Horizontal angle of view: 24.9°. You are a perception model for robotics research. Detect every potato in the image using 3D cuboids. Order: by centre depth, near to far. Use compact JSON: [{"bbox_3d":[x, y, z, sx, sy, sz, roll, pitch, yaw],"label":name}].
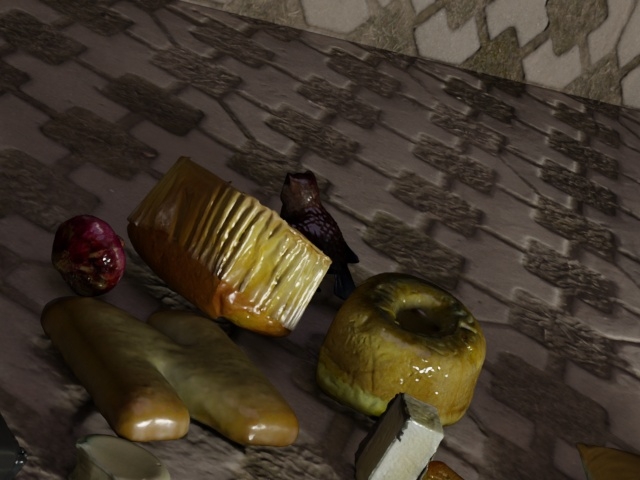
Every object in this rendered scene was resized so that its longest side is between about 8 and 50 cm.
[{"bbox_3d":[0.090,0.240,1.662,0.061,0.122,0.086,24,22,-15],"label":"potato"}]

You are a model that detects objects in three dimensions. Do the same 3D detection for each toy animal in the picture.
[{"bbox_3d":[-0.002,-0.008,2.081,0.116,0.179,0.218,5,11,31],"label":"toy animal"}]

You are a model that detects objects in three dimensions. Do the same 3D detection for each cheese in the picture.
[{"bbox_3d":[-0.181,0.253,1.465,0.171,0.047,0.092,32,24,23],"label":"cheese"}]

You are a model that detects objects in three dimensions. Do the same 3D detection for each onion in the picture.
[{"bbox_3d":[-0.290,0.018,1.837,0.107,0.107,0.097,35,39,29],"label":"onion"}]

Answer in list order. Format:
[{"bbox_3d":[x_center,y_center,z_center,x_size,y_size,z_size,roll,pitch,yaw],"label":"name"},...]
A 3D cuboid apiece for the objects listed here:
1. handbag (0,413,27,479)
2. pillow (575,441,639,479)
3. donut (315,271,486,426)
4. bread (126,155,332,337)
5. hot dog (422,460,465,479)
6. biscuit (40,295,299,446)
[{"bbox_3d":[-0.425,0.144,1.409,0.247,0.080,0.223,26,18,-44],"label":"handbag"},{"bbox_3d":[0.471,0.370,1.721,0.310,0.119,0.312,15,24,-9],"label":"pillow"},{"bbox_3d":[0.112,0.144,1.898,0.209,0.128,0.261,24,23,2],"label":"donut"},{"bbox_3d":[-0.126,0.015,1.888,0.288,0.156,0.204,32,-4,44],"label":"bread"},{"bbox_3d":[0.184,0.330,1.640,0.216,0.047,0.066,36,40,30],"label":"hot dog"},{"bbox_3d":[-0.176,0.147,1.669,0.237,0.062,0.291,9,20,-31],"label":"biscuit"}]
